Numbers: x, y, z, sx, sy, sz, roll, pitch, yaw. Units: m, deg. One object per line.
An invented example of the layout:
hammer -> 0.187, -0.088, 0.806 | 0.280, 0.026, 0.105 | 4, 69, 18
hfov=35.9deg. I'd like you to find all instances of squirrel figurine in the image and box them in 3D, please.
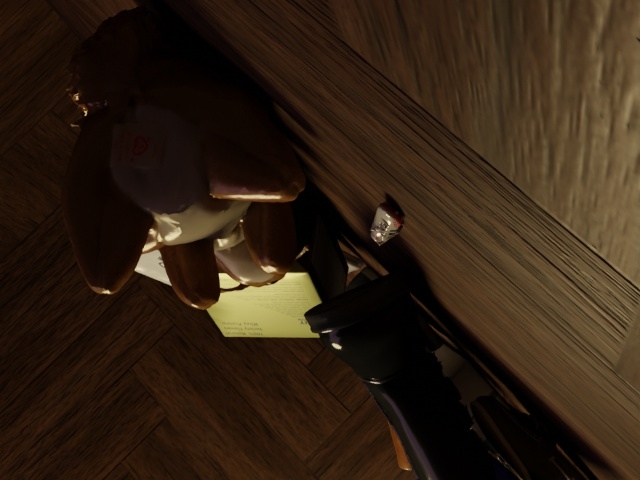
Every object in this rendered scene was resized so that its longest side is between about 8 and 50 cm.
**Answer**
squirrel figurine -> -0.160, -0.104, 1.301 | 0.397, 0.281, 0.370 | 59, -169, 18

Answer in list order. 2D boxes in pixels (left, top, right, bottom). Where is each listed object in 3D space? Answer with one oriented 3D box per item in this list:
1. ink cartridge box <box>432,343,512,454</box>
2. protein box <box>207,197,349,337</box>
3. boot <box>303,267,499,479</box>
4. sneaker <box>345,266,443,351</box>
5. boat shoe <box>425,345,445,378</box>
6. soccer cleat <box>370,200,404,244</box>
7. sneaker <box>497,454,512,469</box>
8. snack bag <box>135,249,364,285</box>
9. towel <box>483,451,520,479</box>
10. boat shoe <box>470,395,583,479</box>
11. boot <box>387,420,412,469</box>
ink cartridge box -> 0.240, 0.263, 1.709 | 0.190, 0.082, 0.140 | 49, 172, -30
protein box -> -0.079, 0.047, 1.550 | 0.200, 0.135, 0.201 | -1, 146, 16
boot -> 0.145, 0.266, 1.360 | 0.367, 0.146, 0.445 | -4, -109, -80
sneaker -> 0.104, 0.146, 1.656 | 0.222, 0.118, 0.083 | 41, 174, 47
boat shoe -> 0.155, 0.255, 1.573 | 0.095, 0.084, 0.258 | -27, 96, 47
soccer cleat -> 0.067, -0.016, 1.027 | 0.029, 0.035, 0.083 | 45, 176, 13
sneaker -> 0.412, 0.427, 1.853 | 0.190, 0.071, 0.083 | 45, -165, 1
snack bag -> -0.152, 0.042, 1.726 | 0.323, 0.037, 0.343 | 26, 144, -30
towel -> 0.333, 0.442, 1.728 | 0.308, 0.076, 0.228 | 41, 169, -14
boat shoe -> 0.337, 0.329, 1.506 | 0.335, 0.095, 0.112 | 53, 174, -29
boot -> 0.139, 0.269, 1.853 | 0.264, 0.096, 0.280 | -169, 63, -82
